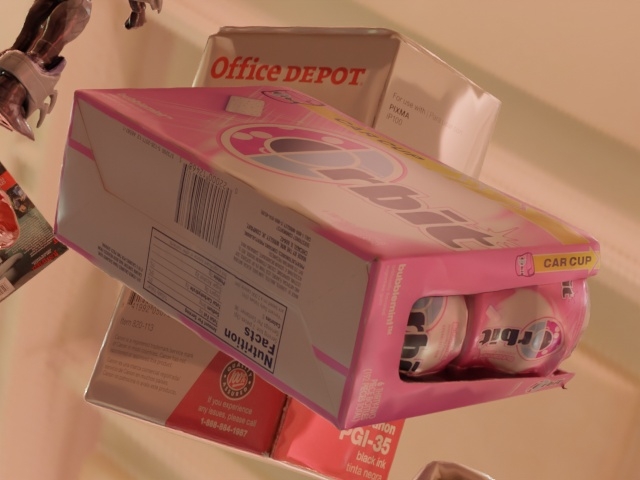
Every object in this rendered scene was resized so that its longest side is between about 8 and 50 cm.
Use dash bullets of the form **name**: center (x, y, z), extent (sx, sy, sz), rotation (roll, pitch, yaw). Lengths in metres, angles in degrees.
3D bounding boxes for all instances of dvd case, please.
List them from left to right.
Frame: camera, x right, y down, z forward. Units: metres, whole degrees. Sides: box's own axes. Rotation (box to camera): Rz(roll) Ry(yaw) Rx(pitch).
- **dvd case**: center (-0.283, -0.010, 1.451), extent (0.119, 0.087, 0.013), rotation (55, -8, -30)

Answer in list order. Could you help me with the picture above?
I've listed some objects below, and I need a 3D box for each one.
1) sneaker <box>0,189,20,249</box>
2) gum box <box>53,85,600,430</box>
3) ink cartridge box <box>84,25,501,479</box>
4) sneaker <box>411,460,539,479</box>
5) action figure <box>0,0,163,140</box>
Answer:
- **sneaker**: center (-0.273, -0.049, 1.134), extent (0.221, 0.087, 0.128), rotation (-9, -92, 54)
- **gum box**: center (0.000, 0.000, 0.613), extent (0.188, 0.107, 0.062), rotation (30, -64, 44)
- **ink cartridge box**: center (-0.019, 0.007, 1.146), extent (0.207, 0.117, 0.283), rotation (9, -102, 48)
- **sneaker**: center (0.041, 0.139, 0.670), extent (0.292, 0.108, 0.169), rotation (39, -43, 49)
- **action figure**: center (-0.254, -0.242, 1.700), extent (0.185, 0.099, 0.285), rotation (27, -97, 46)
